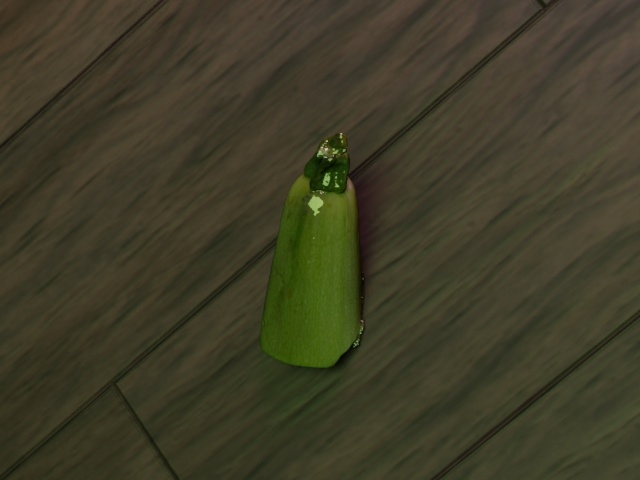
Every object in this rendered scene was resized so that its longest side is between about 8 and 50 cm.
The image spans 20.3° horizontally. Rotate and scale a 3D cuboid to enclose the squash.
[{"bbox_3d":[0.002,0.001,1.495,0.090,0.075,0.200,26,114,41],"label":"squash"}]
